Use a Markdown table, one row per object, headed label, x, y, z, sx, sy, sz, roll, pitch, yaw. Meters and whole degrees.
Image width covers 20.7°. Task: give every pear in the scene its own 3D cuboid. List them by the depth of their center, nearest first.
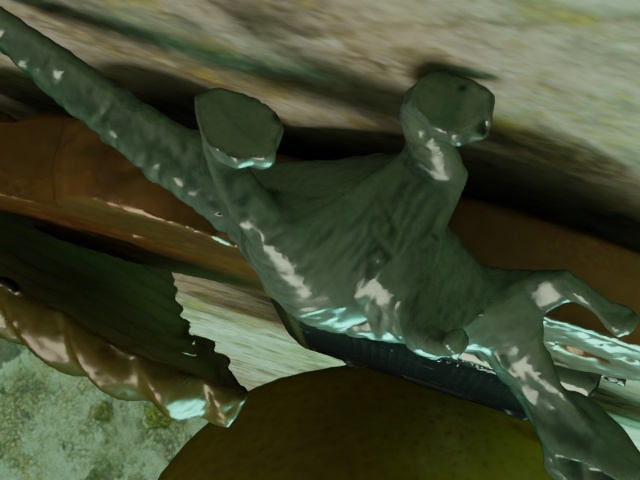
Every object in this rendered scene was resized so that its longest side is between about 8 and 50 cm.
| label | x | y | z | sx | sy | sz | roll | pitch | yaw |
| --- | --- | --- | --- | --- | --- | --- | --- | --- | --- |
| pear | 0.071 | 0.263 | 1.313 | 0.418 | 0.362 | 0.362 | 23 | 172 | 2 |

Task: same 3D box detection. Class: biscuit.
| label | x | y | z | sx | sy | sz | roll | pitch | yaw |
| --- | --- | --- | --- | --- | --- | --- | --- | --- | --- |
| biscuit | 0.001 | -0.003 | 0.762 | 0.355 | 0.052 | 0.275 | 11 | 172 | 28 |
| biscuit | -0.148 | 0.011 | 0.898 | 0.187 | 0.036 | 0.273 | 26 | -171 | -20 |

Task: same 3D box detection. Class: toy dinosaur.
| label | x | y | z | sx | sy | sz | roll | pitch | yaw |
| --- | --- | --- | --- | --- | --- | --- | --- | --- | --- |
| toy dinosaur | -0.020 | -0.035 | 0.572 | 0.383 | 0.076 | 0.129 | 39 | 146 | -2 |

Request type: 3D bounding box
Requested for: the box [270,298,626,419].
| label | x | y | z | sx | sy | sz | roll | pitch | yaw |
| --- | --- | --- | --- | --- | --- | --- | --- | --- | --- |
| box | 0.073 | 0.063 | 1.065 | 0.210 | 0.045 | 0.270 | 18 | 172 | 3 |
